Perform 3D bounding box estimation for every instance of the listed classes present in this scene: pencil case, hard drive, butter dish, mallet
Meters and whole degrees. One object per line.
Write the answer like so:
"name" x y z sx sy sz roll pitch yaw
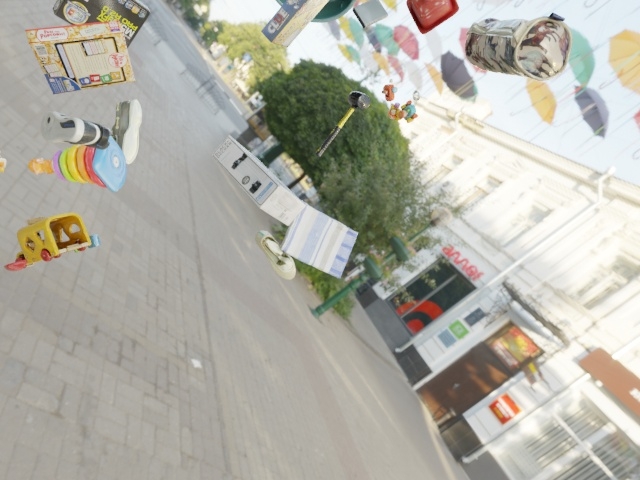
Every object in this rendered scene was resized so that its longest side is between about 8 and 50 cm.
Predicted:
"pencil case" 0.583 -0.600 1.284 0.183 0.160 0.410 41 17 -21
"hard drive" 0.215 -0.978 1.798 0.094 0.135 0.022 57 -19 -1
"butter dish" 0.400 -0.875 1.532 0.118 0.159 0.160 -15 80 -64
"mallet" 0.054 -0.286 1.041 0.039 0.190 0.062 33 2 -33

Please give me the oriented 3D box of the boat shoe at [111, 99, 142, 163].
"boat shoe" -0.831 -0.460 1.777 0.109 0.091 0.306 89 0 -70

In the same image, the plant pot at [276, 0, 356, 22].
"plant pot" 0.004 -1.015 1.440 0.341 0.340 0.335 48 50 -53

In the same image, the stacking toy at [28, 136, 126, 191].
"stacking toy" -0.840 -0.257 1.424 0.166 0.301 0.175 86 0 -63

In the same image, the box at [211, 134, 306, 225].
"box" -0.192 -0.186 1.291 0.290 0.087 0.169 45 6 31

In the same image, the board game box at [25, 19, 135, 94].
"board game box" -0.555 -0.430 0.990 0.045 0.193 0.147 64 -23 21

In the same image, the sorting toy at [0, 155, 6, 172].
"sorting toy" -0.732 -0.178 0.901 0.075 0.045 0.083 -9 43 -47

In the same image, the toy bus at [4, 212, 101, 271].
"toy bus" -0.642 -0.004 0.977 0.191 0.202 0.105 5 -67 69

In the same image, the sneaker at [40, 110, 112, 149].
"sneaker" -0.628 -0.277 1.095 0.216 0.079 0.121 19 6 34

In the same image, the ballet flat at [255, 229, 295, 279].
"ballet flat" -0.159 0.063 1.607 0.248 0.086 0.086 52 4 -27

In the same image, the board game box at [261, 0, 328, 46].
"board game box" -0.043 -0.634 1.128 0.042 0.243 0.165 46 22 -7

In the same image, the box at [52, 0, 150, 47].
"box" -0.831 -0.882 1.606 0.270 0.216 0.060 21 30 -53

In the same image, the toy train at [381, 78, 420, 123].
"toy train" 0.244 -0.436 1.326 0.166 0.046 0.125 42 -34 49

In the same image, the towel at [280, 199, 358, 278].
"towel" 0.000 0.000 1.614 0.284 0.210 0.034 28 -11 -23
